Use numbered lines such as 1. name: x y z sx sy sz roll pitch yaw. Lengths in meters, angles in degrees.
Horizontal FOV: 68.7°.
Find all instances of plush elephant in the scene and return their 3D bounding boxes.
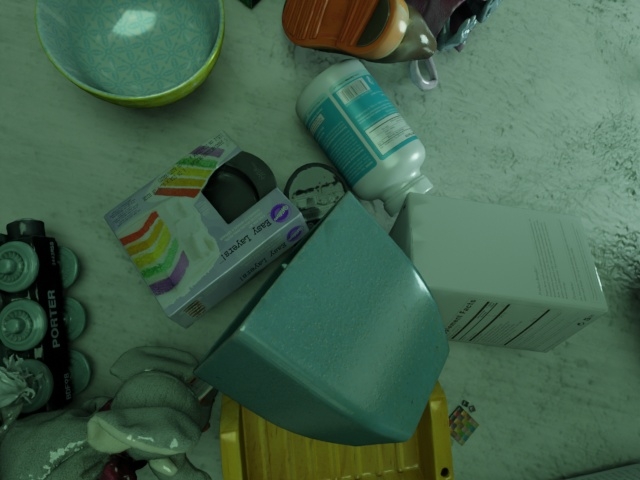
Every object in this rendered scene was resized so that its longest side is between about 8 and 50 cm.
1. plush elephant: -0.261 0.275 0.620 0.255 0.272 0.330 -12 105 -2

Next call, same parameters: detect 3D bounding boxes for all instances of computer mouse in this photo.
1. computer mouse: 0.000 0.000 0.837 0.188 0.072 0.272 -9 94 -7

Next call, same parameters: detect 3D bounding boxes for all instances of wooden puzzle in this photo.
1. wooden puzzle: 0.252 0.331 0.840 0.049 0.006 0.083 45 80 2

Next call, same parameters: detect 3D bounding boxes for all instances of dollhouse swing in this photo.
1. dollhouse swing: 0.034 0.347 0.657 0.346 0.305 0.315 -5 91 -6

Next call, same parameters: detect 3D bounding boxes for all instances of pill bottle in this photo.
1. pill bottle: 0.084 -0.172 0.826 0.146 0.146 0.264 -35 87 -9

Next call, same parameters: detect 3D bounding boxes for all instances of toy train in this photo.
1. toy train: -0.487 0.136 0.738 0.190 0.142 0.334 -9 86 6

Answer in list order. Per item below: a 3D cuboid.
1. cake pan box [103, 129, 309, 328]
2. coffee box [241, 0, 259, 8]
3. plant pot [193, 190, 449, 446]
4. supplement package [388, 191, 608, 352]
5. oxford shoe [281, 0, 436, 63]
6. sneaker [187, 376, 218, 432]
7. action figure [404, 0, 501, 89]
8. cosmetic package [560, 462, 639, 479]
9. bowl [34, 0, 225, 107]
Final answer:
1. cake pan box: -0.186 -0.031 0.773 0.266 0.070 0.246 -37 64 -8
2. coffee box: -0.170 -0.553 0.909 0.184 0.040 0.113 38 80 0
3. plant pot: 0.022 0.139 0.639 0.252 0.248 0.247 40 55 -4
4. supplement package: 0.263 0.057 0.772 0.292 0.175 0.178 8 56 -4
5. oxford shoe: 0.048 -0.374 0.813 0.132 0.364 0.130 6 119 -39
6. sneaker: -0.207 0.287 0.786 0.158 0.061 0.065 -51 120 -15
7. action figure: 0.155 -0.505 0.898 0.370 0.248 0.276 37 122 12
8. cosmetic package: 0.456 0.485 0.717 0.452 0.230 0.162 -11 84 -3
9. bowl: -0.304 -0.346 0.808 0.289 0.156 0.290 1 82 -6
